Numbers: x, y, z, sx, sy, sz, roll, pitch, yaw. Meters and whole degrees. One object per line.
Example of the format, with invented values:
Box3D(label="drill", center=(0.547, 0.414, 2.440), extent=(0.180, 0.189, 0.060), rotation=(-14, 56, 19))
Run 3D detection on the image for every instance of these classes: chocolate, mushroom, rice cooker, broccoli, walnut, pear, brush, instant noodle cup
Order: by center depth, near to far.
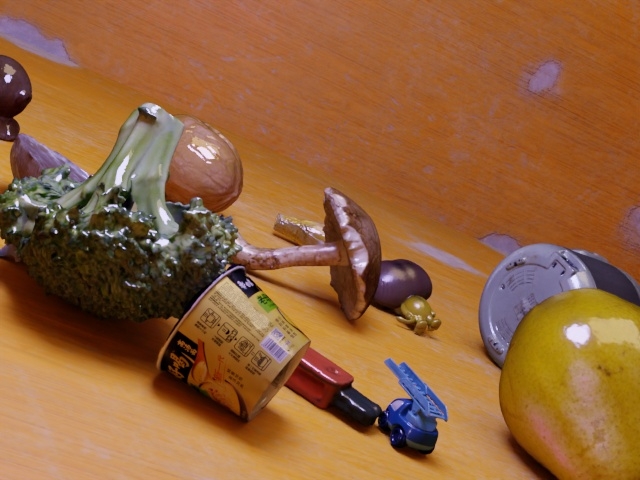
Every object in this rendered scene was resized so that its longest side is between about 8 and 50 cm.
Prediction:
Box3D(label="instant noodle cup", center=(-0.092, 0.121, 0.922), extent=(0.122, 0.151, 0.151), rotation=(39, 14, 12))
Box3D(label="broccoli", center=(-0.236, -0.013, 0.999), extent=(0.287, 0.235, 0.260), rotation=(20, 46, -1))
Box3D(label="brush", center=(-0.057, 0.143, 1.091), extent=(0.323, 0.051, 0.070), rotation=(29, 15, 18))
Box3D(label="pear", center=(0.413, 0.227, 1.179), extent=(0.284, 0.285, 0.336), rotation=(14, 18, -44))
Box3D(label="chocolate", center=(-0.389, -0.061, 1.230), extent=(0.157, 0.080, 0.254), rotation=(35, 4, -41))
Box3D(label="mushroom", center=(-0.027, 0.039, 1.474), extent=(0.301, 0.233, 0.208), rotation=(-16, -19, 24))
Box3D(label="rice cooker", center=(0.487, 0.153, 1.650), extent=(0.276, 0.289, 0.288), rotation=(14, 16, -38))
Box3D(label="walnut", center=(-0.259, -0.148, 1.661), extent=(0.225, 0.193, 0.193), rotation=(37, 13, 7))
Box3D(label="chocolate", center=(0.000, 0.000, 1.817), extent=(0.219, 0.086, 0.086), rotation=(21, 12, -2))

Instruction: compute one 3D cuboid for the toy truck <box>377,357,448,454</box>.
Box3D(label="toy truck", center=(0.110, 0.215, 1.074), extent=(0.063, 0.074, 0.136), rotation=(19, 12, -28))

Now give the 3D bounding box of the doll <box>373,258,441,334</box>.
Box3D(label="doll", center=(0.157, 0.110, 1.635), extent=(0.145, 0.096, 0.188), rotation=(8, 40, -10))

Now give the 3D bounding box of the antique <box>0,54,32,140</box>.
Box3D(label="antique", center=(-0.661, -0.306, 1.596), extent=(0.256, 0.144, 0.121), rotation=(30, 14, 32))

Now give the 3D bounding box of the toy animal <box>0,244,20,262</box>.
Box3D(label="toy animal", center=(-0.382, 0.011, 1.042), extent=(0.084, 0.028, 0.050), rotation=(17, 2, -34))
